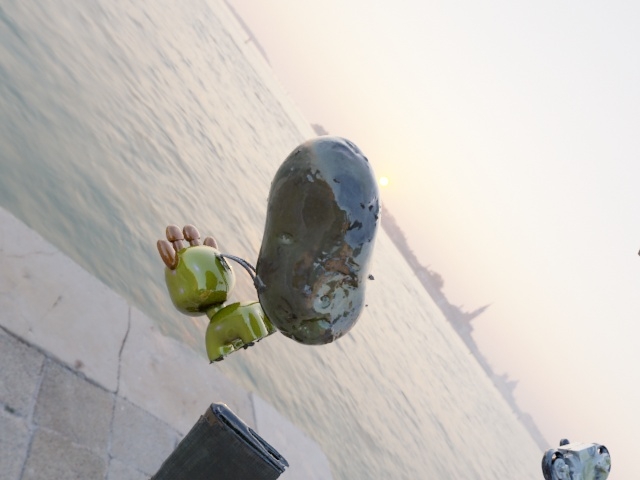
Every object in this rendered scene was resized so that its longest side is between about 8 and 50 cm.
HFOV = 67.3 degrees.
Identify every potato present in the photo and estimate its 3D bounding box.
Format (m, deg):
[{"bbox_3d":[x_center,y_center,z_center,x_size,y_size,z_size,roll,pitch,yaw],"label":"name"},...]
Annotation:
[{"bbox_3d":[0.000,0.000,0.611,0.164,0.263,0.165,10,3,-1],"label":"potato"}]

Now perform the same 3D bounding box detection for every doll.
[{"bbox_3d":[-0.166,0.070,0.726,0.221,0.135,0.143,61,20,10],"label":"doll"}]

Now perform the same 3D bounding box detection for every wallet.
[{"bbox_3d":[-0.202,0.429,0.847,0.169,0.317,0.044,41,24,6],"label":"wallet"}]

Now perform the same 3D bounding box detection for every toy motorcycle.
[{"bbox_3d":[0.472,0.445,0.874,0.228,0.074,0.151,13,70,-36],"label":"toy motorcycle"}]

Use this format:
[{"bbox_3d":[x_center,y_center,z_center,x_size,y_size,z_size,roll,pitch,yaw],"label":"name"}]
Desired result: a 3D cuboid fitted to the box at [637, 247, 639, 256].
[{"bbox_3d":[0.599,0.018,0.800,0.112,0.048,0.175,59,10,32],"label":"box"}]
